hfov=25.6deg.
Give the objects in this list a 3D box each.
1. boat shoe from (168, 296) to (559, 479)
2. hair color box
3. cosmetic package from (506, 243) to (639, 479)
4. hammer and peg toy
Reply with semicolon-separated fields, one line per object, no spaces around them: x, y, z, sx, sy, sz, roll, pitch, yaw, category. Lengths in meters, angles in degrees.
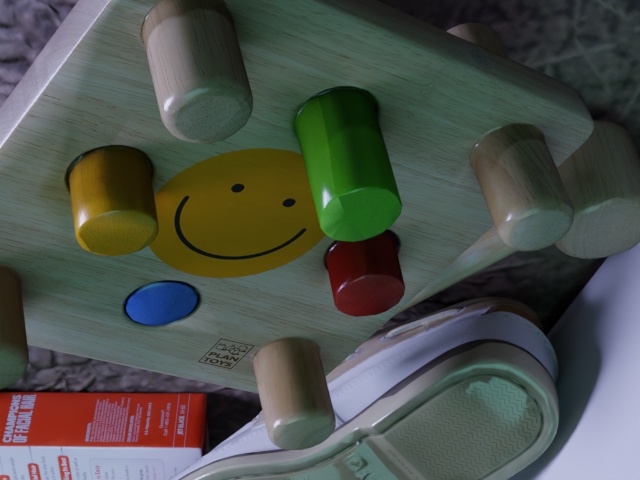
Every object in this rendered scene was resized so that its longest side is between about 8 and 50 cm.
0.015;0.133;0.878;0.302;0.103;0.113;-27;111;22;boat shoe
-0.159;0.151;0.958;0.167;0.053;0.093;0;132;-1;hair color box
0.236;0.083;0.783;0.155;0.197;0.365;18;129;-15;cosmetic package
0.000;0.000;0.704;0.361;0.127;0.266;17;132;-36;hammer and peg toy
